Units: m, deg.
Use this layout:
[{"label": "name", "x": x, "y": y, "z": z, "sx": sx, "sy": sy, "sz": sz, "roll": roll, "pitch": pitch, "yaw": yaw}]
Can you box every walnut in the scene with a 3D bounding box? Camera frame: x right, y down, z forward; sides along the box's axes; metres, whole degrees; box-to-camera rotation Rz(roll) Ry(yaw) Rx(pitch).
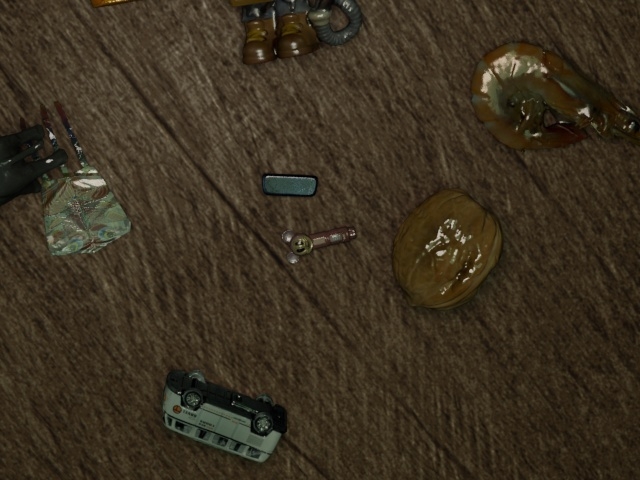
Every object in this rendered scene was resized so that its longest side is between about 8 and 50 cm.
[{"label": "walnut", "x": 0.183, "y": 0.019, "z": 1.785, "sx": 0.155, "sy": 0.155, "sz": 0.184, "roll": 34, "pitch": 96, "yaw": -9}]

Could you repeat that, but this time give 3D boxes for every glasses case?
[{"label": "glasses case", "x": -0.046, "y": -0.083, "z": 1.810, "sx": 0.083, "sy": 0.023, "sz": 0.033, "roll": 2, "pitch": 104, "yaw": -4}]

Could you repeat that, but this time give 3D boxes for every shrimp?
[{"label": "shrimp", "x": 0.353, "y": -0.185, "z": 1.811, "sx": 0.287, "sy": 0.063, "sz": 0.152, "roll": 29, "pitch": 97, "yaw": -6}]

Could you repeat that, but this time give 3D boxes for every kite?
[{"label": "kite", "x": -0.375, "y": -0.087, "z": 1.783, "sx": 0.127, "sy": 0.016, "sz": 0.229, "roll": -23, "pitch": 101, "yaw": -4}]

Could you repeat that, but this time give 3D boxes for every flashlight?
[{"label": "flashlight", "x": 0.000, "y": 0.000, "z": 1.822, "sx": 0.110, "sy": 0.031, "sz": 0.052, "roll": -13, "pitch": 99, "yaw": -3}]

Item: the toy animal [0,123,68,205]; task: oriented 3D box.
[{"label": "toy animal", "x": -0.462, "y": -0.083, "z": 1.718, "sx": 0.269, "sy": 0.137, "sz": 0.082, "roll": -29, "pitch": 92, "yaw": 44}]

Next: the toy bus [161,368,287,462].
[{"label": "toy bus", "x": -0.150, "y": 0.263, "z": 1.825, "sx": 0.194, "sy": 0.087, "sz": 0.089, "roll": 22, "pitch": 106, "yaw": -9}]

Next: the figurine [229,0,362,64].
[{"label": "figurine", "x": -0.098, "y": -0.436, "z": 1.673, "sx": 0.261, "sy": 0.186, "sz": 0.382, "roll": -8, "pitch": 106, "yaw": 7}]

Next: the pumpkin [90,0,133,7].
[{"label": "pumpkin", "x": -0.287, "y": -0.371, "z": 1.736, "sx": 0.101, "sy": 0.035, "sz": 0.073, "roll": -15, "pitch": 103, "yaw": -5}]
